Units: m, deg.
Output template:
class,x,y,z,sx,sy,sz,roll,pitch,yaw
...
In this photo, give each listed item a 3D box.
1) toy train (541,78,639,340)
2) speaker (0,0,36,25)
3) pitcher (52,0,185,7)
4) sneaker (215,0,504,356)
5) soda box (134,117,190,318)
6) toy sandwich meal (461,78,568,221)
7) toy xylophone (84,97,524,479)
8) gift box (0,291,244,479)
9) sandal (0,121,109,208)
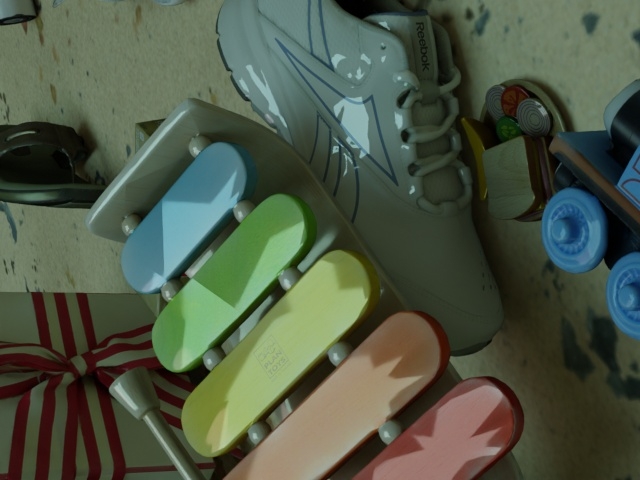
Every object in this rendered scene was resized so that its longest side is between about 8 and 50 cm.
class,x,y,z,sx,sy,sz,roll,pitch,yaw
toy train,0.180,0.000,0.529,0.184,0.080,0.105,54,134,38
speaker,-0.376,-0.326,1.360,0.055,0.055,0.136,-4,99,60
pitcher,-0.188,-0.307,1.004,0.178,0.125,0.207,13,125,35
sneaker,0.035,-0.068,0.719,0.129,0.111,0.297,-40,71,41
soda box,-0.136,-0.021,1.072,0.061,0.058,0.181,42,135,45
toy sandwich meal,0.111,-0.051,0.667,0.085,0.029,0.085,31,127,52
toy xylophone,-0.026,0.090,0.661,0.322,0.081,0.236,48,115,26
gift box,-0.243,0.207,1.135,0.276,0.255,0.258,60,140,38
sandal,-0.325,-0.099,1.313,0.303,0.120,0.086,33,115,51
